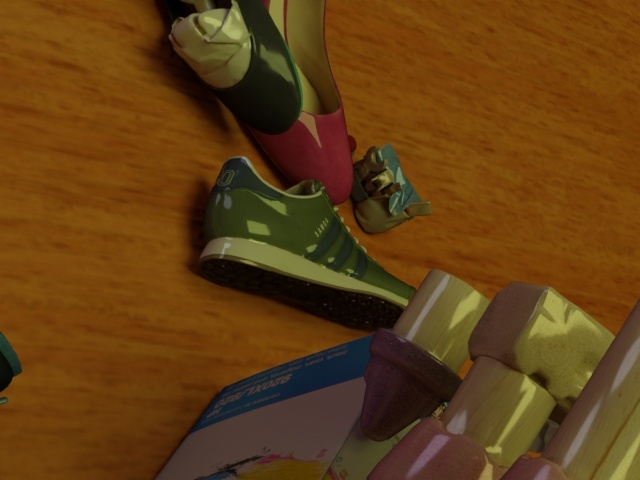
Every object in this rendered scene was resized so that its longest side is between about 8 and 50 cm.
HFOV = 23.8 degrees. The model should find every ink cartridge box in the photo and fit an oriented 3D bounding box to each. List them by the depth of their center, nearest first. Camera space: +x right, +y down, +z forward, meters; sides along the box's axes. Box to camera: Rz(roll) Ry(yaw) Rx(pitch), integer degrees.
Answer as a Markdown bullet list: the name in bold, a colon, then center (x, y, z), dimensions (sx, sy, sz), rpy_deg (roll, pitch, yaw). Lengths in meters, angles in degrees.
- **ink cartridge box**: center (-0.005, 0.195, 0.841), dimensions (0.171, 0.168, 0.232), rpy_deg (56, 40, -16)

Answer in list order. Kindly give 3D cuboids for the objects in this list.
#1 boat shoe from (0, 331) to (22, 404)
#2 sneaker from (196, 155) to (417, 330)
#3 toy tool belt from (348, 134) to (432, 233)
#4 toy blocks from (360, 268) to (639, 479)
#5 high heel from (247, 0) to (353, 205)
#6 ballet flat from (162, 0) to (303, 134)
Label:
- **boat shoe**: center (-0.217, 0.032, 0.683), dimensions (0.109, 0.089, 0.258), rpy_deg (39, -10, 22)
- **sneaker**: center (0.000, 0.000, 1.022), dimensions (0.192, 0.064, 0.086), rpy_deg (20, 63, -40)
- **toy tool belt**: center (0.045, -0.048, 1.110), dimensions (0.083, 0.051, 0.052), rpy_deg (60, 39, -11)
- **toy blocks**: center (0.114, 0.194, 0.713), dimensions (0.289, 0.309, 0.260), rpy_deg (36, 80, -19)
- **high heel**: center (-0.006, -0.149, 1.043), dimensions (0.082, 0.117, 0.244), rpy_deg (-16, 85, -52)
- **ballet flat**: center (-0.082, -0.158, 0.999), dimensions (0.074, 0.074, 0.203), rpy_deg (-18, 81, -52)
